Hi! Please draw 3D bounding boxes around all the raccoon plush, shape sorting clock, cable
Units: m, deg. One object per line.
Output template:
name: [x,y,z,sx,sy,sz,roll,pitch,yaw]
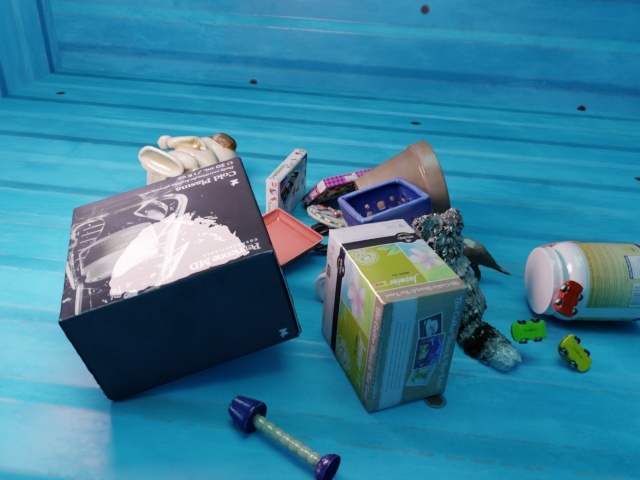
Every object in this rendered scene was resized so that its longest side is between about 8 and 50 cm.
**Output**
raccoon plush: [0.407,0.105,1.582,0.216,0.299,0.446,-24,41,-38]
shape sorting clock: [0.051,-0.083,2.059,0.206,0.040,0.206,15,15,-4]
cable: [0.000,0.000,1.973,0.184,0.047,0.150,-21,44,-38]

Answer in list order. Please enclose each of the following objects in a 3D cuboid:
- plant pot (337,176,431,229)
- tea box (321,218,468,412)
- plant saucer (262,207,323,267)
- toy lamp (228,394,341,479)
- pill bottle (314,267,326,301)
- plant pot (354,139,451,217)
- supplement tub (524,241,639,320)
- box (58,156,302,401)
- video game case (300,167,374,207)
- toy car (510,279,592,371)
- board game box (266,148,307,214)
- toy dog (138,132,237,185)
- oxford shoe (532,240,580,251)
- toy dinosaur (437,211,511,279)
plant pot: [0.212,-0.046,1.818,0.236,0.212,0.236,-20,27,-10]
tea box: [0.163,0.174,1.416,0.220,0.329,0.323,-9,33,-20]
plant saucer: [-0.162,0.015,1.883,0.259,0.048,0.258,-33,45,-26]
toy lamp: [-0.085,0.420,1.234,0.274,0.080,0.080,25,37,28]
pill bottle: [0.068,0.102,1.739,0.108,0.108,0.193,16,33,20]
plant pot: [0.280,-0.165,2.052,0.280,0.323,0.323,-16,33,-1]
supplement tub: [0.781,0.118,1.662,0.316,0.228,0.228,1,31,-3]
box: [-0.353,0.073,1.459,0.480,0.297,0.472,-19,39,-6]
video game case: [0.066,-0.198,2.172,0.232,0.210,0.042,-16,79,-29]
toy car: [0.593,0.229,1.509,0.225,0.239,0.053,-3,-8,-13]
board game box: [-0.123,-0.196,2.134,0.053,0.193,0.305,12,32,13]
toy dog: [-0.447,-0.266,2.144,0.395,0.284,0.408,9,30,8]
oxford shoe: [0.879,0.073,1.889,0.363,0.130,0.133,4,-2,14]
toy dinosaur: [0.444,0.044,1.819,0.313,0.160,0.121,25,38,33]
